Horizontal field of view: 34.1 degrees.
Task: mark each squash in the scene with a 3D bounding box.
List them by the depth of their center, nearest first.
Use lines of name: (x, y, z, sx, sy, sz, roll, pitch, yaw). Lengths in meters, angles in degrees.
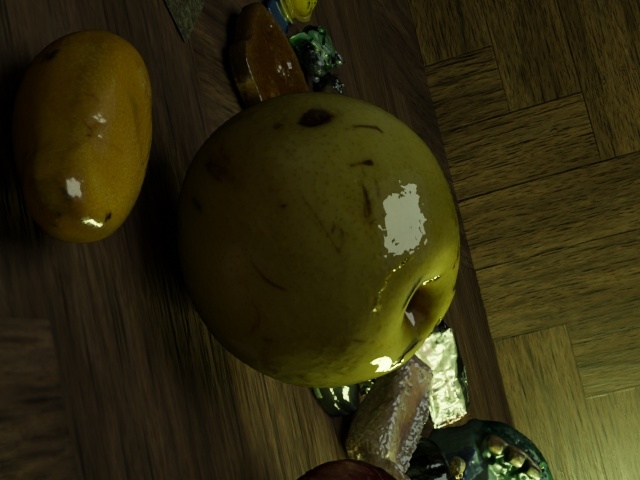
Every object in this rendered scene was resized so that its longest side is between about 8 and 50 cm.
squash: (0.168, 0.421, 1.750, 0.193, 0.156, 0.193, 177, -90, -84)

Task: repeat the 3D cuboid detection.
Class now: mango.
mango: (-0.224, -0.094, 0.965, 0.262, 0.109, 0.157, -79, 160, -48)

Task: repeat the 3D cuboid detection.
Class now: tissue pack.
tissue pack: (0.168, 0.162, 1.946, 0.332, 0.123, 0.245, -113, -176, -54)

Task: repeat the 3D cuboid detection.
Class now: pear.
pear: (0.000, 0.000, 1.223, 0.348, 0.348, 0.348, -15, 90, -74)

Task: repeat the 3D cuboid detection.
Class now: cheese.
cheese: (-0.058, -0.472, 1.976, 0.156, 0.064, 0.250, 64, 28, -31)

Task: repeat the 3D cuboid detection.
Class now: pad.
pad: (-0.223, -0.408, 1.450, 0.158, 0.003, 0.235, -82, 152, -55)

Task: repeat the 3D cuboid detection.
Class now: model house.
model house: (0.312, 0.550, 1.989, 0.329, 0.252, 0.294, -53, 126, -63)

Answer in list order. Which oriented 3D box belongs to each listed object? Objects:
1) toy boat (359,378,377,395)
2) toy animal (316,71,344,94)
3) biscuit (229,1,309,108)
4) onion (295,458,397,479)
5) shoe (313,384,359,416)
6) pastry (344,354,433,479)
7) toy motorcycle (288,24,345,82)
toy boat: (0.076, 0.215, 1.783, 0.210, 0.066, 0.084, 40, 36, -63)
toy animal: (0.020, -0.263, 2.048, 0.086, 0.069, 0.219, 45, 20, -19)
biscuit: (-0.077, -0.247, 1.718, 0.257, 0.049, 0.273, -82, 151, -49)
onion: (0.024, 0.375, 1.224, 0.246, 0.190, 0.246, 2, 90, -65)
shoe: (0.048, 0.141, 1.580, 0.109, 0.149, 0.293, -86, 160, -59)
pastry: (0.110, 0.299, 1.688, 0.103, 0.112, 0.265, 53, 33, -23)
toy motorcycle: (-0.006, -0.374, 2.043, 0.106, 0.074, 0.190, 55, 20, -5)
